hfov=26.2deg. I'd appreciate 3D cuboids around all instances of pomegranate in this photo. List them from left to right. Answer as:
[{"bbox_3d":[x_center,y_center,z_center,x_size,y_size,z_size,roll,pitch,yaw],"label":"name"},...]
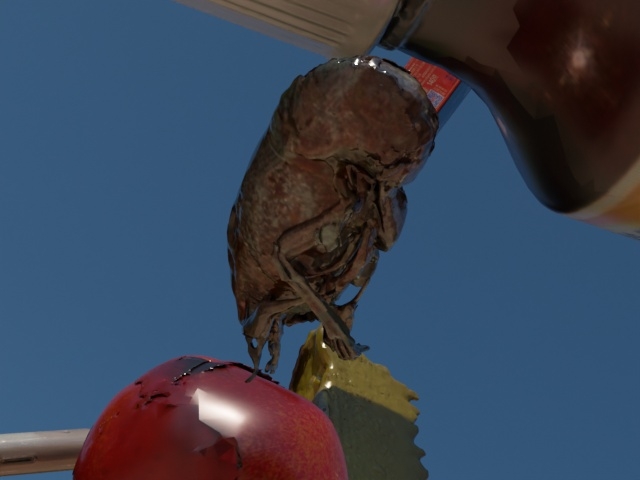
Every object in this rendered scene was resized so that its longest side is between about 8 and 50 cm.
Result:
[{"bbox_3d":[-0.071,0.191,0.989,0.210,0.210,0.235,2,-17,26],"label":"pomegranate"}]

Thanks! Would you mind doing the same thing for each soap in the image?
[{"bbox_3d":[0.049,0.253,1.413,0.169,0.339,0.304,26,-17,-24],"label":"soap"}]

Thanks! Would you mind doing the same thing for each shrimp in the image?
[{"bbox_3d":[-0.001,0.000,0.552,0.073,0.075,0.190,30,-50,8],"label":"shrimp"}]

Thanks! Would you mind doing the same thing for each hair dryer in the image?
[{"bbox_3d":[-0.256,0.192,1.101,0.220,0.195,0.053,15,4,-34],"label":"hair dryer"}]

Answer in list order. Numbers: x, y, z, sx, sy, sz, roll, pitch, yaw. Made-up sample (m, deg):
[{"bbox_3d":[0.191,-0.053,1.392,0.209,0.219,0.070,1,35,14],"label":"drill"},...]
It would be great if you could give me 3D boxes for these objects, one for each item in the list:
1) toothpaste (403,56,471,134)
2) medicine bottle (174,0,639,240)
[{"bbox_3d":[0.111,-0.153,1.477,0.066,0.320,0.076,33,-22,12],"label":"toothpaste"},{"bbox_3d":[0.118,-0.131,0.617,0.395,0.243,0.242,18,-45,-5],"label":"medicine bottle"}]
